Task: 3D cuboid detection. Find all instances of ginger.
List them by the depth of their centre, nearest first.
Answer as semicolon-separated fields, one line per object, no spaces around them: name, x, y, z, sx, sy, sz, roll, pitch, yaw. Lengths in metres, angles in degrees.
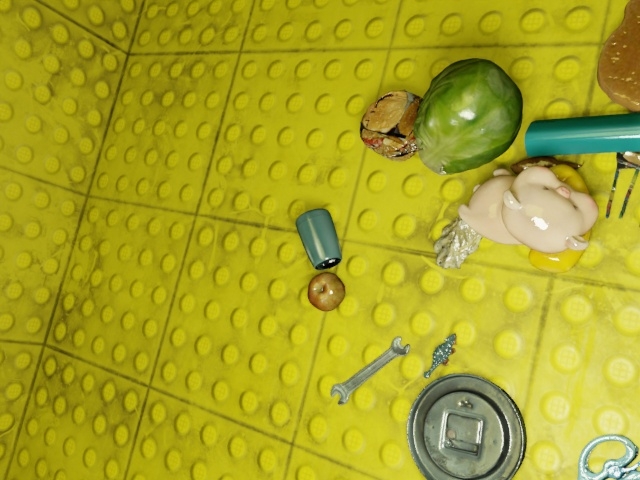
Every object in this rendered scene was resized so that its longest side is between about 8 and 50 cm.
ginger;0.820;-0.213;1.623;0.137;0.044;0.057;33;74;30

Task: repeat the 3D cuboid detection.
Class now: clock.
clock;0.388;0.515;1.701;0.319;0.066;0.318;-8;74;30

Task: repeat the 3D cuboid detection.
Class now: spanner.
spanner;0.146;0.391;1.914;0.302;0.017;0.071;-43;59;17

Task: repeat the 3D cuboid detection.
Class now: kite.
kite;0.818;-0.177;1.644;0.152;0.015;0.285;14;85;34

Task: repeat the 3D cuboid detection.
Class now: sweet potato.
sweet potato;0.622;-0.206;1.755;0.195;0.056;0.056;3;79;26

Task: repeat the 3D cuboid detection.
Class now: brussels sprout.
brussels sprout;0.404;-0.332;1.781;0.354;0.281;0.289;-49;18;46

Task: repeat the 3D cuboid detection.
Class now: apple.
apple;0.015;0.160;2.003;0.126;0.102;0.126;-9;72;30

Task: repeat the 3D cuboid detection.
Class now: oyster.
oyster;0.399;-0.012;1.830;0.209;0.072;0.132;-42;57;18

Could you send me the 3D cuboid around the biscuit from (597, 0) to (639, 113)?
biscuit;0.926;-0.483;1.628;0.385;0.062;0.365;20;87;34

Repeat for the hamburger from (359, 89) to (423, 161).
hamburger;0.237;-0.363;2.003;0.231;0.107;0.230;-12;67;31

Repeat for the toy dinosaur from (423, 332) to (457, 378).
toy dinosaur;0.338;0.325;1.789;0.049;0.055;0.154;36;95;30

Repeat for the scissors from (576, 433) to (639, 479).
scissors;0.623;0.625;1.545;0.393;0.032;0.180;-41;59;17

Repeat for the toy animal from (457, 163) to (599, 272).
toy animal;0.550;-0.100;1.635;0.345;0.247;0.277;34;92;24

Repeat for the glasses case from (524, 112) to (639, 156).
glasses case;0.702;-0.285;1.679;0.301;0.070;0.117;0;43;36

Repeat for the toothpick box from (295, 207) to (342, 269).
toothpick box;0.000;0.000;2.047;0.120;0.120;0.184;-29;67;23
